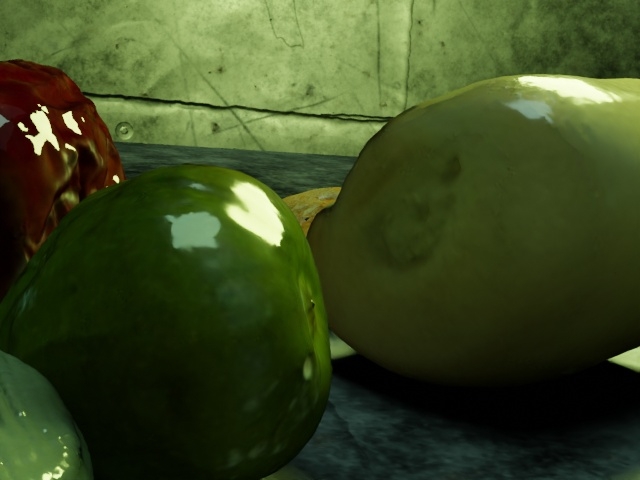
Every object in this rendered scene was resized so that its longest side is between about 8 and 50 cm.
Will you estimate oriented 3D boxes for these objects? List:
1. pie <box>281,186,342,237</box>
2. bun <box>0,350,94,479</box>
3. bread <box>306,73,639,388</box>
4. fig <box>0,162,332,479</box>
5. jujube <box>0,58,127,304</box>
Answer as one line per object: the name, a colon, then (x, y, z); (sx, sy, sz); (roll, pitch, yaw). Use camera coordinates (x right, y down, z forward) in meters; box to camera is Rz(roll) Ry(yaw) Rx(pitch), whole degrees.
pie: (-0.001, -0.001, 1.241); (0.273, 0.069, 0.273); (-18, 22, 7)
bun: (-0.224, 0.127, 0.553); (0.221, 0.108, 0.221); (13, 20, -5)
bread: (0.213, -0.001, 1.014); (0.376, 0.253, 0.348); (-7, -28, -48)
fig: (-0.138, 0.049, 0.728); (0.314, 0.233, 0.233); (15, 13, 18)
jujube: (-0.312, -0.033, 0.987); (0.276, 0.277, 0.377); (5, 11, -1)
